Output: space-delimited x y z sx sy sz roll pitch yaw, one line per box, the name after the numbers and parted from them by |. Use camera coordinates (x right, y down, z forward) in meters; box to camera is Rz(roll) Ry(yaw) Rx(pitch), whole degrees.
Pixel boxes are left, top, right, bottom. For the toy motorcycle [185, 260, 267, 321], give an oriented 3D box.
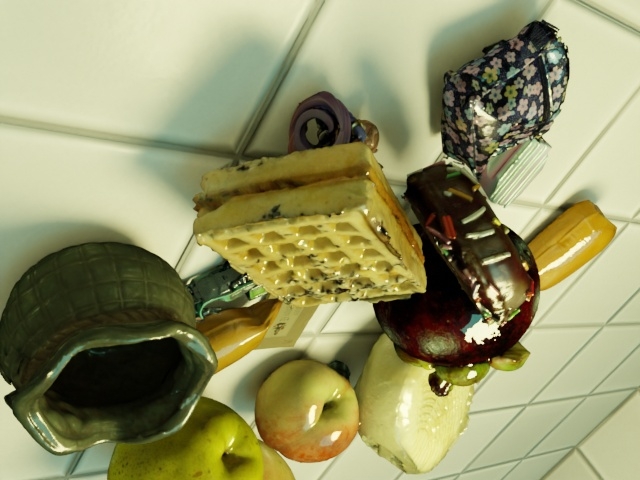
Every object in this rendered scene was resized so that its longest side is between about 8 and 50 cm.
-0.171 0.085 1.219 0.173 0.058 0.100 -23 149 -18 | toy motorcycle

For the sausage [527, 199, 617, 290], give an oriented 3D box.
0.502 0.058 1.665 0.354 0.116 0.134 -45 157 19 | sausage

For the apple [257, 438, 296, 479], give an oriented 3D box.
-0.193 0.609 1.620 0.319 0.277 0.319 -20 142 -16 | apple

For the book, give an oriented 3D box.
-0.064 0.136 1.394 0.138 0.016 0.198 3 130 -41 | book

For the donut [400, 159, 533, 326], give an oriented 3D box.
0.219 -0.001 1.089 0.103 0.269 0.269 -33 145 6 | donut

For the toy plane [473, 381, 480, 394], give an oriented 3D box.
0.419 0.347 1.989 0.135 0.062 0.188 12 111 -45 | toy plane

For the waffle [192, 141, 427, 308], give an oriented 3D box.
0.000 0.001 1.098 0.261 0.114 0.376 -10 157 16 | waffle

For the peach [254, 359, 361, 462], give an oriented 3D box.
-0.037 0.353 1.524 0.232 0.232 0.232 -21 142 -17 | peach

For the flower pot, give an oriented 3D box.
-0.310 0.161 1.048 0.302 0.213 0.301 -17 136 -18 | flower pot

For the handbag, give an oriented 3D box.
0.289 -0.226 1.157 0.208 0.127 0.228 -34 145 -11 | handbag

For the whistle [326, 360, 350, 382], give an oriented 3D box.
0.039 0.388 1.728 0.062 0.062 0.312 -22 143 -17 | whistle

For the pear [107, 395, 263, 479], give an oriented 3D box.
-0.252 0.425 1.374 0.294 0.294 0.294 -21 142 -17 | pear

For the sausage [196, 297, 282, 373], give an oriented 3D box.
-0.198 0.182 1.270 0.328 0.112 0.112 -26 144 -11 | sausage

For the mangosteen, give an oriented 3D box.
0.254 0.106 1.354 0.330 0.330 0.330 -21 142 -17 | mangosteen

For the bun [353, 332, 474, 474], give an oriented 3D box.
0.197 0.333 1.650 0.364 0.202 0.364 -23 121 -46 | bun

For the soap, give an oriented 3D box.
0.360 -0.136 1.376 0.100 0.056 0.149 11 124 -42 | soap

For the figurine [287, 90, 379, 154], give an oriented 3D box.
0.025 -0.139 1.066 0.126 0.114 0.157 -8 163 30 | figurine
